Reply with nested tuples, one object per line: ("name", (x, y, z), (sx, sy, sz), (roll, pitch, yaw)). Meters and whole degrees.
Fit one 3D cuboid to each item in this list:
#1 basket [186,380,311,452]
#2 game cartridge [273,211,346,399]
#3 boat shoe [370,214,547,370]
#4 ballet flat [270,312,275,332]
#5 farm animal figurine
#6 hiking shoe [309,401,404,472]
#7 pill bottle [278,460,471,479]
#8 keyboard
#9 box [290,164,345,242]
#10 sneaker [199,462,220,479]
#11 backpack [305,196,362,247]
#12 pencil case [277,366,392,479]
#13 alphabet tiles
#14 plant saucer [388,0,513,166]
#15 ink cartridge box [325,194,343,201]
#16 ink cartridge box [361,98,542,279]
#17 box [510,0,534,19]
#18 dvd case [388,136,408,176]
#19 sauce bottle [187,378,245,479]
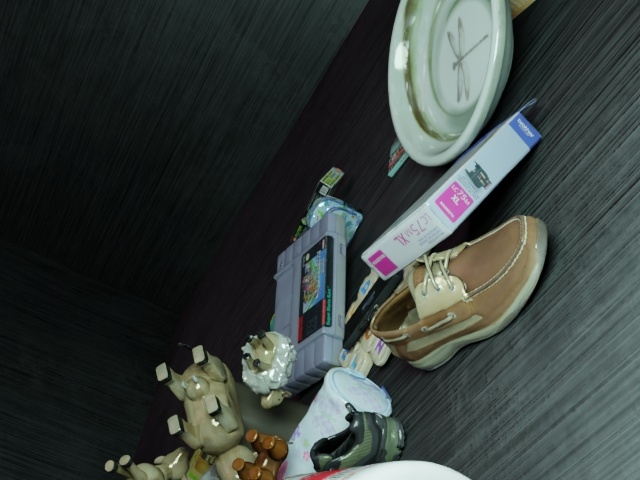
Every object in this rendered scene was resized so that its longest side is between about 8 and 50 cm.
("basket", (-0.120, 0.344, 1.430), (0.204, 0.227, 0.154), (-43, 25, 58))
("game cartridge", (-0.029, 0.135, 1.652), (0.230, 0.068, 0.354), (-45, 34, 47))
("boat shoe", (0.174, 0.072, 1.051), (0.324, 0.117, 0.123), (-52, 20, 43))
("ballet flat", (-0.035, 0.148, 1.821), (0.231, 0.077, 0.077), (-48, 0, 41))
("farm animal figurine", (-0.184, 0.324, 1.243), (0.331, 0.172, 0.326), (-14, 53, 16))
("hiking shoe", (0.025, 0.337, 1.140), (0.226, 0.114, 0.086), (-62, 13, 9))
("pill bottle", (0.019, 0.371, 0.863), (0.408, 0.229, 0.229), (-39, 28, 61))
("keyboard", (0.092, 0.119, 1.391), (0.180, 0.023, 0.108), (-58, 9, 25))
("box", (-0.007, -0.089, 2.068), (0.207, 0.036, 0.114), (-63, -7, 33))
("sneaker", (-0.225, 0.571, 1.658), (0.292, 0.108, 0.169), (-47, -16, -18))
("backpack", (0.030, -0.044, 1.804), (0.105, 0.114, 0.084), (-61, 14, 8))
("pencil case", (0.000, 0.331, 1.238), (0.273, 0.114, 0.124), (-61, 35, 17))
("alphabet tiles", (0.115, 0.112, 1.407), (0.284, 0.021, 0.278), (-63, 14, 4))
("plant saucer", (0.244, -0.330, 1.395), (0.400, 0.101, 0.400), (180, 90, -71))
("ink cartridge box", (0.000, 0.000, 2.014), (0.232, 0.066, 0.189), (75, -142, -77))
("ink cartridge box", (0.207, -0.079, 1.161), (0.311, 0.065, 0.186), (-45, 1, -34))
("box", (0.317, -0.476, 1.479), (0.170, 0.130, 0.091), (-36, 30, 64))
("dvd case", (0.181, -0.208, 1.752), (0.087, 0.013, 0.119), (-53, 19, 39))
("sauce bottle", (-0.213, 0.449, 1.827), (0.344, 0.111, 0.111), (-64, 14, 7))
